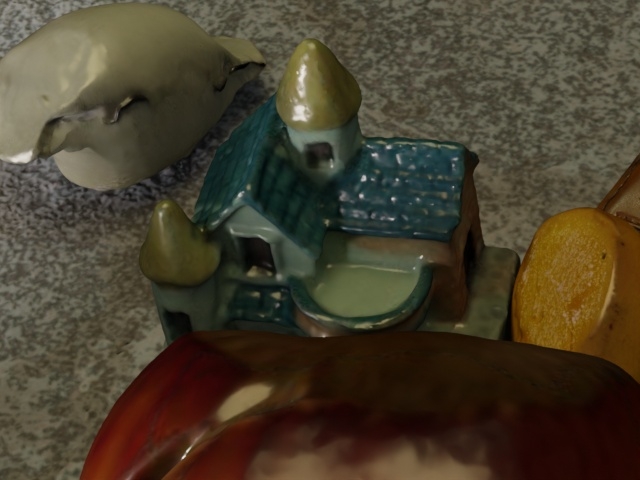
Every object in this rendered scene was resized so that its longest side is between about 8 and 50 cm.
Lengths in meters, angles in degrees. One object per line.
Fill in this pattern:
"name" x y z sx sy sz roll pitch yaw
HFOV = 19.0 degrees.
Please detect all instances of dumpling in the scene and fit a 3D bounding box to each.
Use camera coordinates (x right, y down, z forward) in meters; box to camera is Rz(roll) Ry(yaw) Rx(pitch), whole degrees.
"dumpling" -0.197 -0.135 1.733 0.227 0.243 0.175 17 90 45

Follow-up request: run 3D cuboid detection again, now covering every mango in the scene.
"mango" 0.203 0.085 1.443 0.102 0.141 0.217 22 64 -28

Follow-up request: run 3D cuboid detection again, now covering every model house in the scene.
"model house" 0.000 0.000 1.432 0.267 0.325 0.194 6 47 15

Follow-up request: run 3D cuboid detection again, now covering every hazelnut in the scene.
"hazelnut" 0.035 0.213 1.222 0.409 0.359 0.359 -7 46 14

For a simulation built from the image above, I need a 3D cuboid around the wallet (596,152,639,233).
"wallet" 0.351 -0.040 1.603 0.195 0.042 0.161 24 55 28
